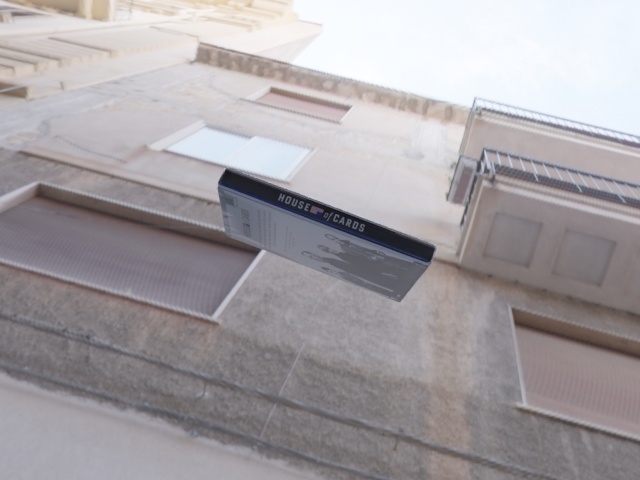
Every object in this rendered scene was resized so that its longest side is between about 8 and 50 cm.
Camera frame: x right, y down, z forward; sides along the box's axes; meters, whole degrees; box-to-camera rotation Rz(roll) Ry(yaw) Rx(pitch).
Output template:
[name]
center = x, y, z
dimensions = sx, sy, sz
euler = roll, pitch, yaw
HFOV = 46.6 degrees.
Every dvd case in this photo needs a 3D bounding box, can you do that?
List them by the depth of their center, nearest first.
[dvd case]
center = 0.000, 0.000, 0.858
dimensions = 0.239, 0.179, 0.029
euler = 21, -107, 2
